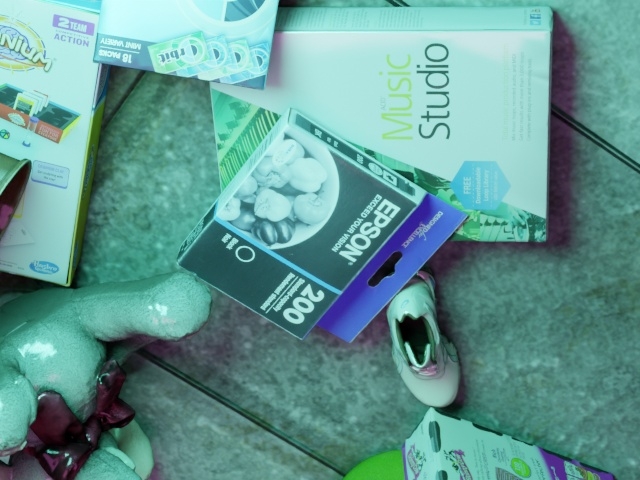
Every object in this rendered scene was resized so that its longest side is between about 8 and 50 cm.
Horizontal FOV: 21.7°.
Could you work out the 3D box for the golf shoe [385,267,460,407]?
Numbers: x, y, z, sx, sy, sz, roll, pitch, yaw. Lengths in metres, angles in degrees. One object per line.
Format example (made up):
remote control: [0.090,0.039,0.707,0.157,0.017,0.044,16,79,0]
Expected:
golf shoe: [0.100,0.116,1.713,0.069,0.086,0.176,-12,122,12]

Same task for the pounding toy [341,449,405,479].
pounding toy: [0.088,0.352,1.796,0.182,0.110,0.237,-4,94,13]

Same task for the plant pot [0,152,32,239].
plant pot: [-0.381,-0.040,1.554,0.165,0.167,0.167,28,122,-2]

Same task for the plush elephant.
plush elephant: [-0.260,0.193,1.697,0.330,0.272,0.255,4,122,50]

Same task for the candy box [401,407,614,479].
candy box: [0.205,0.285,1.748,0.233,0.159,0.071,22,123,-17]

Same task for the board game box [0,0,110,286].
board game box: [-0.334,-0.122,1.620,0.242,0.064,0.317,14,123,-2]

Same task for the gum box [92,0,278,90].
gum box: [-0.112,-0.238,1.488,0.157,0.041,0.184,9,99,-2]

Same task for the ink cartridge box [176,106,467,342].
ink cartridge box: [0.000,0.000,1.608,0.208,0.045,0.206,30,123,-15]

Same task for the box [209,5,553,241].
box: [0.058,-0.108,1.587,0.322,0.058,0.232,1,123,8]
